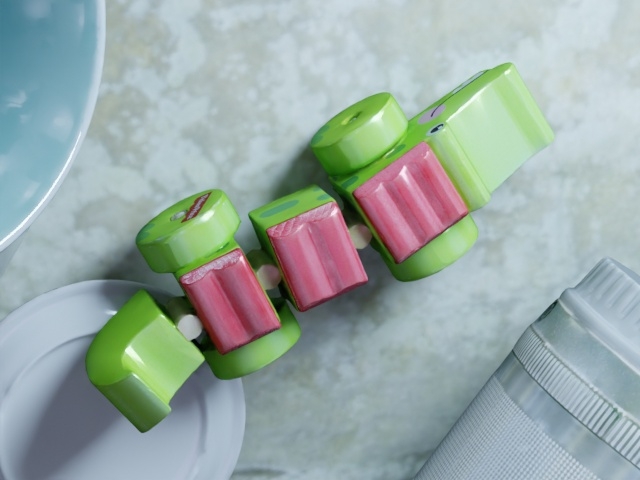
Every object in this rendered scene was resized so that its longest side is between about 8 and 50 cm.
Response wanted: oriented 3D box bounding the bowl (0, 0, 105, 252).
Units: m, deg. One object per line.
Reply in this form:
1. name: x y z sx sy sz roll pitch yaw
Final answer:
1. bowl: -0.289 -0.126 1.024 0.311 0.163 0.311 -2 93 -47

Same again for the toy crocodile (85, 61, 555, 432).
1. toy crocodile: 0.000 0.000 1.166 0.340 0.105 0.115 -30 107 -7

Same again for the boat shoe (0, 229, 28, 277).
1. boat shoe: -0.238 -0.005 1.146 0.081 0.079 0.227 29 102 -20

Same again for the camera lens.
1. camera lens: 0.182 0.177 1.192 0.219 0.219 0.274 34 97 -16

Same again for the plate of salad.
1. plate of salad: -0.148 0.121 1.213 0.200 0.048 0.199 -5 104 -19
